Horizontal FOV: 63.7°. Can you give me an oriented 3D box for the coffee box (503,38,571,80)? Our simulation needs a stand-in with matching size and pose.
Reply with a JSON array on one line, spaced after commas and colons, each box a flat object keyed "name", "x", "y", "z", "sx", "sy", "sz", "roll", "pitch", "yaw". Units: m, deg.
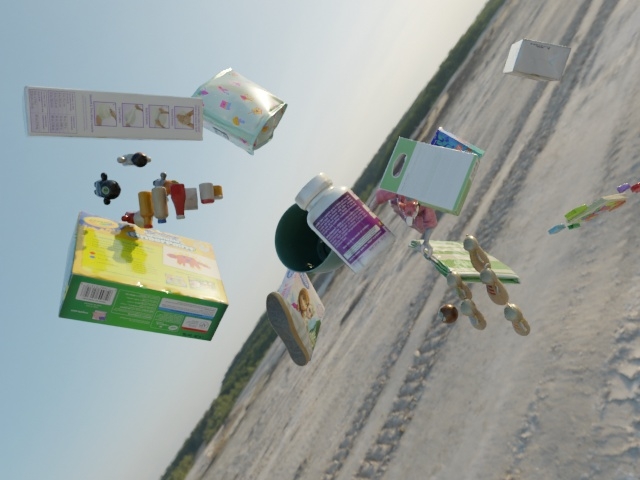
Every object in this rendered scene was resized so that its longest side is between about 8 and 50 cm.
[{"name": "coffee box", "x": 0.667, "y": -0.558, "z": 1.607, "sx": 0.246, "sy": 0.141, "sz": 0.098, "roll": -52, "pitch": -24, "yaw": -69}]

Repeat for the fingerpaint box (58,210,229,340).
[{"name": "fingerpaint box", "x": -0.550, "y": 0.112, "z": 1.612, "sx": 0.163, "sy": 0.445, "sz": 0.371, "roll": -62, "pitch": 31, "yaw": 20}]

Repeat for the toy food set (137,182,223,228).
[{"name": "toy food set", "x": -0.383, "y": -0.098, "z": 1.438, "sx": 0.111, "sy": 0.233, "sz": 0.104, "roll": 162, "pitch": 102, "yaw": -70}]

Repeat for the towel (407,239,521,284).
[{"name": "towel", "x": 0.450, "y": 0.065, "z": 1.642, "sx": 0.325, "sy": 0.248, "sz": 0.038, "roll": -129, "pitch": 44, "yaw": -67}]

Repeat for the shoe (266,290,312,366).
[{"name": "shoe", "x": -0.081, "y": 0.230, "z": 1.382, "sx": 0.077, "sy": 0.218, "sz": 0.058, "roll": -16, "pitch": 12, "yaw": 39}]

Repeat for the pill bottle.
[{"name": "pill bottle", "x": 0.068, "y": -0.056, "z": 1.544, "sx": 0.169, "sy": 0.301, "sz": 0.169, "roll": -43, "pitch": -5, "yaw": -4}]

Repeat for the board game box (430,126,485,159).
[{"name": "board game box", "x": 0.548, "y": -0.349, "z": 2.141, "sx": 0.047, "sy": 0.210, "sz": 0.160, "roll": -40, "pitch": -22, "yaw": -49}]

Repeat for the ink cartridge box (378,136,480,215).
[{"name": "ink cartridge box", "x": 0.305, "y": -0.183, "z": 1.452, "sx": 0.056, "sy": 0.235, "sz": 0.171, "roll": 32, "pitch": -101, "yaw": -61}]

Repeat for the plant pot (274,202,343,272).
[{"name": "plant pot", "x": 0.000, "y": 0.000, "z": 2.091, "sx": 0.235, "sy": 0.293, "sz": 0.293, "roll": 17, "pitch": -70, "yaw": -55}]

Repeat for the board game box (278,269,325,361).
[{"name": "board game box", "x": -0.095, "y": 0.323, "z": 2.321, "sx": 0.066, "sy": 0.318, "sz": 0.317, "roll": -9, "pitch": 38, "yaw": 23}]

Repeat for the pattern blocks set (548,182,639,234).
[{"name": "pattern blocks set", "x": 0.973, "y": -0.110, "z": 1.808, "sx": 0.286, "sy": 0.026, "sz": 0.324, "roll": -13, "pitch": -21, "yaw": -19}]

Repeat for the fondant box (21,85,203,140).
[{"name": "fondant box", "x": -0.447, "y": -0.263, "z": 1.105, "sx": 0.238, "sy": 0.331, "sz": 0.096, "roll": 18, "pitch": 111, "yaw": 58}]

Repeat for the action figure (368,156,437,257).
[{"name": "action figure", "x": 0.307, "y": -0.123, "z": 1.636, "sx": 0.275, "sy": 0.248, "sz": 0.370, "roll": -59, "pitch": -6, "yaw": 6}]

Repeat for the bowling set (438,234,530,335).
[{"name": "bowling set", "x": 0.390, "y": 0.151, "z": 1.336, "sx": 0.200, "sy": 0.154, "sz": 0.287, "roll": -33, "pitch": 45, "yaw": 11}]

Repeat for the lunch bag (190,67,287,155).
[{"name": "lunch bag", "x": -0.244, "y": -0.365, "z": 1.489, "sx": 0.160, "sy": 0.224, "sz": 0.262, "roll": -58, "pitch": 3, "yaw": 31}]

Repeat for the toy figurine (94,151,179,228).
[{"name": "toy figurine", "x": -0.580, "y": -0.164, "z": 1.631, "sx": 0.148, "sy": 0.213, "sz": 0.209, "roll": 9, "pitch": 55, "yaw": 53}]
